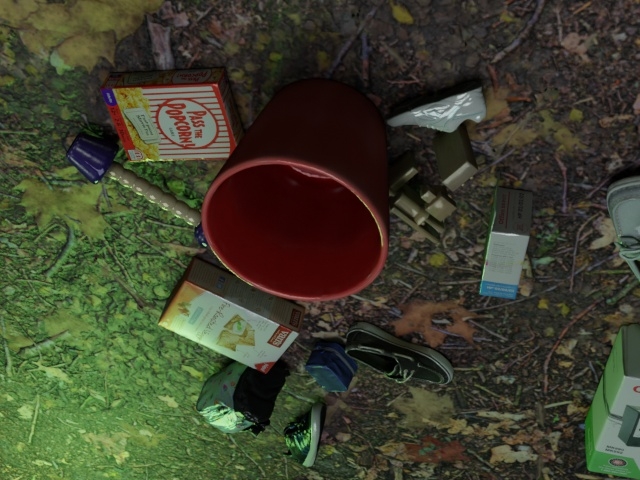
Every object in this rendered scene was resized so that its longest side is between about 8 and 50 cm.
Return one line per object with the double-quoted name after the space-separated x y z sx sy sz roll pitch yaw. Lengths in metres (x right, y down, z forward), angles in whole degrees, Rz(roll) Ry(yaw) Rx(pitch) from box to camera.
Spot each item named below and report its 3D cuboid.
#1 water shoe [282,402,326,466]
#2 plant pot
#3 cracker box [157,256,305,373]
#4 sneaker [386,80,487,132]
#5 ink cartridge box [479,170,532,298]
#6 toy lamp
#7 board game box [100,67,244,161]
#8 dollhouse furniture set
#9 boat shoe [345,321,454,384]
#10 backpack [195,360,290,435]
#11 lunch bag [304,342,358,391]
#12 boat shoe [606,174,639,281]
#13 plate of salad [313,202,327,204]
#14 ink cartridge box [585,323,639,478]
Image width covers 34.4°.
-0.039 0.403 2.144 0.080 0.073 0.203 14 136 4 "water shoe"
-0.015 -0.090 1.517 0.274 0.243 0.275 8 136 8 "plant pot"
-0.165 0.142 1.919 0.232 0.067 0.156 25 136 -11 "cracker box"
0.169 -0.182 1.504 0.152 0.054 0.061 -12 118 26 "sneaker"
0.292 -0.008 1.616 0.061 0.104 0.181 8 136 7 "ink cartridge box"
-0.291 -0.088 1.716 0.274 0.080 0.080 31 134 -20 "toy lamp"
-0.226 -0.194 1.611 0.193 0.045 0.147 -1 134 16 "board game box"
0.197 -0.078 1.565 0.123 0.144 0.151 35 118 -26 "dollhouse furniture set"
0.144 0.228 1.919 0.219 0.070 0.078 24 136 -9 "boat shoe"
-0.161 0.310 2.048 0.115 0.152 0.182 42 141 -15 "backpack"
0.020 0.234 1.964 0.067 0.065 0.098 -3 137 39 "lunch bag"
0.532 0.030 1.591 0.118 0.103 0.320 -15 129 28 "boat shoe"
0.000 0.000 1.722 0.199 0.048 0.200 7 150 4 "plate of salad"
0.602 0.297 1.829 0.211 0.122 0.289 8 135 6 "ink cartridge box"
